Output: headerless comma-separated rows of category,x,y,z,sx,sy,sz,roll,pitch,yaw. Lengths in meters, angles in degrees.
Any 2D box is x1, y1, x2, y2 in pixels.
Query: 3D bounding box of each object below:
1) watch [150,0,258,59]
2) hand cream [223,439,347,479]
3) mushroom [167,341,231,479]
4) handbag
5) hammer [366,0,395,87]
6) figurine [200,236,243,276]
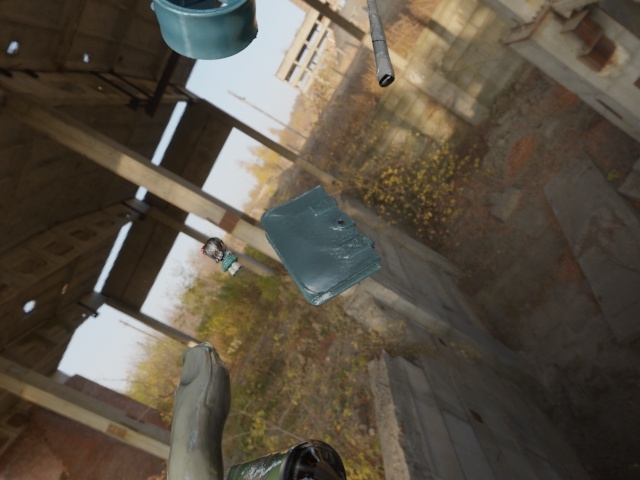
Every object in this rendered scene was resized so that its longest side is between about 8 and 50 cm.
watch,-0.189,-0.409,0.679,0.210,0.193,0.211,-32,-18,-12
hand cream,-0.056,0.227,0.358,0.235,0.055,0.086,-44,16,41
mushroom,-0.199,0.306,0.664,0.351,0.097,0.110,-109,10,-59
handbag,0.000,0.000,0.814,0.179,0.229,0.062,-30,-30,-9
hammer,0.124,-0.570,1.010,0.152,0.044,0.428,-17,75,41
figurine,-0.230,0.039,0.944,0.060,0.106,0.047,-49,-6,32
